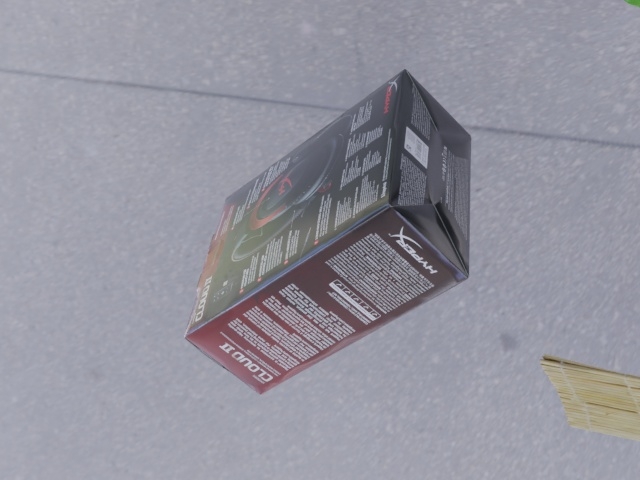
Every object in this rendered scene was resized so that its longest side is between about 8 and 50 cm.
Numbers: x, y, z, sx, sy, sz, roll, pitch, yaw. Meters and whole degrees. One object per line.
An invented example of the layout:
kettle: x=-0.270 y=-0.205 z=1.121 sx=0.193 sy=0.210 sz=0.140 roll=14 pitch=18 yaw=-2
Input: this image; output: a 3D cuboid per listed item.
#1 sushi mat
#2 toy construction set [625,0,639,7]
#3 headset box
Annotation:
sushi mat: x=0.386 y=0.184 z=1.045 sx=0.316 sy=0.019 sz=0.151 roll=9 pitch=147 yaw=32
toy construction set: x=0.185 y=-0.224 z=0.599 sx=0.309 sy=0.257 sz=0.237 roll=3 pitch=136 yaw=-12
headset box: x=0.000 y=0.000 z=1.018 sx=0.293 sy=0.218 sz=0.110 roll=-33 pitch=119 yaw=30
